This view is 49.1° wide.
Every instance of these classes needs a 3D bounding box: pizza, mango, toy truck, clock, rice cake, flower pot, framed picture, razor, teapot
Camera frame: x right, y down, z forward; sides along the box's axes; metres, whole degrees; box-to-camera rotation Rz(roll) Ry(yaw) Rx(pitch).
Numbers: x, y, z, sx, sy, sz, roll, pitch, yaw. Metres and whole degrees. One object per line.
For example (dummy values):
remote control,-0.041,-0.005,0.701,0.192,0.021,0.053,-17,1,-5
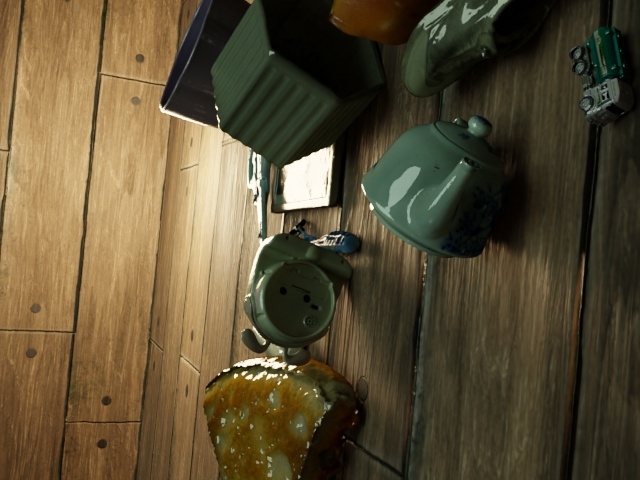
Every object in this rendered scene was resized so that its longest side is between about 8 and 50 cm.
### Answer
pizza,-0.074,0.399,1.181,0.440,0.130,0.406,-15,71,55
mango,0.117,-0.392,0.906,0.187,0.138,0.257,-83,18,-51
toy truck,0.257,-0.149,0.634,0.044,0.039,0.083,-26,59,48
clock,-0.042,0.095,1.098,0.062,0.151,0.191,-18,51,64
rice cake,-0.084,0.188,1.359,0.226,0.040,0.085,-158,75,-66
flower pot,-0.039,-0.257,1.104,0.209,0.239,0.189,54,135,6
framed picture,-0.027,-0.169,1.330,0.315,0.024,0.232,178,99,-66
razor,0.000,0.000,1.209,0.082,0.042,0.253,-46,18,-16
flower pot,-0.148,-0.321,1.334,0.265,0.243,0.265,-47,32,42
teapot,0.141,-0.073,0.770,0.232,0.159,0.159,-65,-7,-66

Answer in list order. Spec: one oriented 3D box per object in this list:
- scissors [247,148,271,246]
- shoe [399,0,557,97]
scissors,-0.128,-0.106,1.494,0.180,0.032,0.393,116,155,-50
shoe,0.182,-0.238,0.762,0.275,0.103,0.098,-52,52,55
